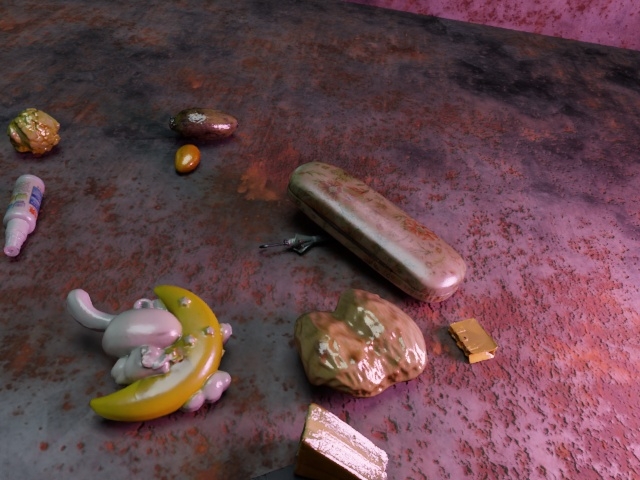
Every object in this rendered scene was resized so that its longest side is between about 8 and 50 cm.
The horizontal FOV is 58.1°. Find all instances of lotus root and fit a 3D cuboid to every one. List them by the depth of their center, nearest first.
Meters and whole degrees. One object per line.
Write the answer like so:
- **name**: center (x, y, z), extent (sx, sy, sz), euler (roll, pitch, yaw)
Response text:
- **lotus root**: center (-0.299, -0.296, 1.486), extent (0.180, 0.089, 0.080), euler (-2, 82, -19)

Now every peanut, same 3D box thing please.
- **peanut**: center (0.063, 0.173, 0.970), extent (0.233, 0.110, 0.196), euler (-20, 52, -30)

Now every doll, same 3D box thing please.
- **doll**: center (-0.265, 0.169, 0.916), extent (0.252, 0.111, 0.237), euler (-6, 57, -18)

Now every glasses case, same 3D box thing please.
- **glasses case**: center (0.109, -0.028, 1.204), extent (0.425, 0.098, 0.157), euler (39, 40, 21)

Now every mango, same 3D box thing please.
- **mango**: center (-0.323, -0.195, 1.391), extent (0.060, 0.046, 0.089), euler (13, 52, 8)

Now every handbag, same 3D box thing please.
- **handbag**: center (0.280, 0.184, 1.065), extent (0.061, 0.027, 0.083), euler (-11, 40, -20)

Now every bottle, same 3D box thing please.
- **bottle**: center (-0.597, -0.050, 1.149), extent (0.060, 0.060, 0.217), euler (-1, 40, -13)

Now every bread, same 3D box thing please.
- **bread**: center (0.039, 0.301, 0.829), extent (0.139, 0.084, 0.074), euler (14, 36, 2)

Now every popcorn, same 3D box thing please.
- **popcorn**: center (-0.670, -0.251, 1.352), extent (0.106, 0.121, 0.116), euler (34, 60, -28)

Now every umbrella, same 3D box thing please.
- **umbrella**: center (0.002, -0.001, 1.224), extent (0.269, 0.044, 0.044), euler (-8, 87, -21)

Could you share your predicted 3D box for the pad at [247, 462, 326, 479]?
- **pad**: center (-0.055, 0.375, 0.787), extent (0.190, 0.004, 0.127), euler (-11, 43, -22)
